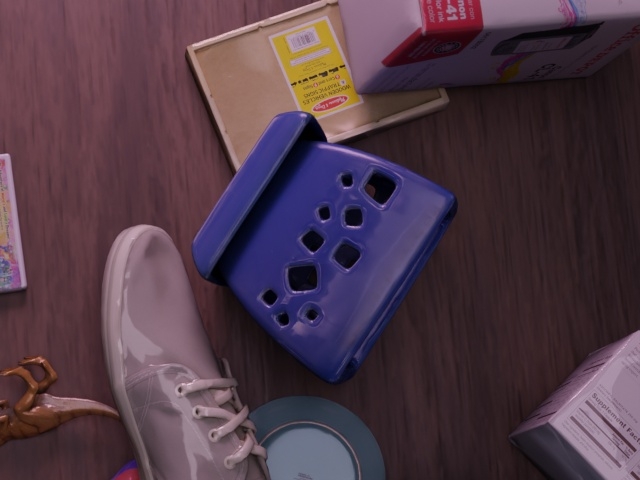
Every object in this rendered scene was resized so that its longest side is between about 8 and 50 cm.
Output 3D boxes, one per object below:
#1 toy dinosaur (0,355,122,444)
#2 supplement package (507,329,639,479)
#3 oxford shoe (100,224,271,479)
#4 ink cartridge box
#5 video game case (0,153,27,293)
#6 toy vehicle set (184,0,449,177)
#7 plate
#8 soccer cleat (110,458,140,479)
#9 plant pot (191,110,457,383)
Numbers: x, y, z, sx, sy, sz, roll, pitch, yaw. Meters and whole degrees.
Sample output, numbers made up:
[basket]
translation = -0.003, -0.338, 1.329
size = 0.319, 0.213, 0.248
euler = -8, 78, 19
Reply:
[toy dinosaur]
translation = -0.300, 0.184, 1.776
size = 0.211, 0.064, 0.112
euler = -14, 98, 0
[supplement package]
translation = 0.361, 0.249, 1.760
size = 0.145, 0.204, 0.262
euler = -43, 86, -12
[oxford shoe]
translation = -0.126, 0.199, 1.721
size = 0.130, 0.169, 0.449
euler = -15, 84, 31
[ink cartridge box]
translation = 0.201, -0.261, 1.808
size = 0.306, 0.226, 0.131
euler = -5, 79, -19
[video game case]
translation = -0.408, -0.012, 1.816
size = 0.143, 0.019, 0.157
euler = -8, 79, -9
[toy vehicle set]
translation = -0.004, -0.188, 1.892
size = 0.267, 0.035, 0.166
euler = -20, 82, -10
[plate]
translation = -0.019, 0.264, 1.804
size = 0.188, 0.024, 0.188
euler = 2, 78, -8
[soccer cleat]
translation = -0.259, 0.336, 1.734
size = 0.095, 0.083, 0.248
euler = 25, 79, 3
[plant pot]
translation = 0.000, 0.000, 1.743
size = 0.212, 0.236, 0.236
euler = 34, 90, 6
